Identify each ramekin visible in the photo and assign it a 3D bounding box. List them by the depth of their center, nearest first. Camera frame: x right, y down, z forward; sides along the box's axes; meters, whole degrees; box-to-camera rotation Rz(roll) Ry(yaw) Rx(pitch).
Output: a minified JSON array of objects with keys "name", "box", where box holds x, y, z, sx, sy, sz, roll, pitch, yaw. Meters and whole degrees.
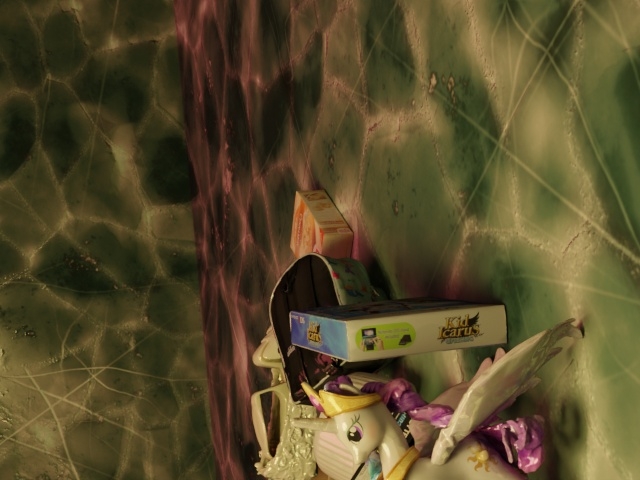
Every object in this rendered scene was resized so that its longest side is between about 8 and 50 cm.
[{"name":"ramekin","box":[0.074,0.321,1.632,0.109,0.207,0.207,17,118,25]}]

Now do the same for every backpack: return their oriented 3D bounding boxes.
[{"name":"backpack","box":[0.019,0.153,1.773,0.225,0.191,0.254,-47,54,37]}]

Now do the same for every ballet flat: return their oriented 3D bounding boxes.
[{"name":"ballet flat","box":[-0.070,0.281,1.909,0.147,0.146,0.409,143,128,-68]}]

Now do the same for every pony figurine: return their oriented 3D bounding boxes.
[{"name":"pony figurine","box":[0.181,0.277,1.213,0.364,0.350,0.303,60,158,14]}]

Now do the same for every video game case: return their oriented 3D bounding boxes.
[{"name":"video game case","box":[0.108,0.128,1.450,0.269,0.244,0.061,178,88,-71]}]

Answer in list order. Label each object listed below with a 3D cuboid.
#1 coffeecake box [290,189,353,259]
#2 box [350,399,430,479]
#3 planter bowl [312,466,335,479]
[{"name":"coffeecake box","box":[0.000,0.000,2.016,0.185,0.068,0.142,-122,34,-53]},{"name":"box","box":[0.116,0.359,1.516,0.051,0.175,0.220,27,155,22]},{"name":"planter bowl","box":[0.038,0.459,1.946,0.162,0.109,0.162,-179,90,-69]}]
